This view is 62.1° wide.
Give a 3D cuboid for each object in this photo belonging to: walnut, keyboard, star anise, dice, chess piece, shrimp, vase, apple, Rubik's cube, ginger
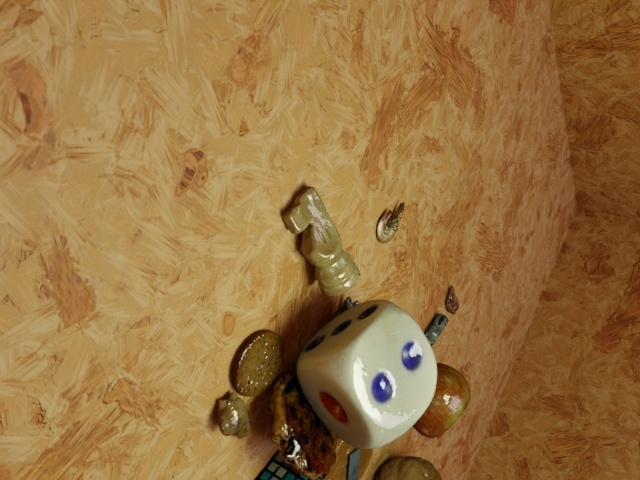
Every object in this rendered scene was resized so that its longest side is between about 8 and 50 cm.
[{"bbox_3d":[0.377,1.060,2.224,0.344,0.306,0.306,31,79,-60],"label":"walnut"},{"bbox_3d":[0.118,0.834,1.935,0.055,0.014,0.176,-22,123,-43],"label":"keyboard"},{"bbox_3d":[0.091,0.274,1.715,0.182,0.065,0.195,2,91,-55],"label":"star anise"},{"bbox_3d":[0.131,0.370,1.504,0.304,0.277,0.304,-38,100,-33],"label":"dice"},{"bbox_3d":[0.000,0.000,1.459,0.137,0.137,0.301,-45,123,-32],"label":"chess piece"},{"bbox_3d":[0.232,-0.068,1.790,0.095,0.045,0.163,31,84,-32],"label":"shrimp"},{"bbox_3d":[0.470,0.405,2.262,0.211,0.059,0.060,-49,138,-26],"label":"vase"},{"bbox_3d":[0.478,0.663,2.244,0.309,0.250,0.277,-55,161,11],"label":"apple"},{"bbox_3d":[-0.093,0.779,1.580,0.182,0.187,0.184,-45,138,-33],"label":"Rubik's cube"},{"bbox_3d":[-0.224,0.476,1.385,0.096,0.067,0.165,-64,149,-49],"label":"ginger"}]

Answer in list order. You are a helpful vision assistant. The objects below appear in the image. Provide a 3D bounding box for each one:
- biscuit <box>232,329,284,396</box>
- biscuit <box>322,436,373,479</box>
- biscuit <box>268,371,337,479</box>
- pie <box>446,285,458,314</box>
[{"bbox_3d":[-0.167,0.332,1.435,0.187,0.027,0.188,-27,125,-46],"label":"biscuit"},{"bbox_3d":[0.076,0.800,1.917,0.376,0.051,0.269,34,78,-53],"label":"biscuit"},{"bbox_3d":[-0.052,0.533,1.537,0.334,0.081,0.290,50,30,-40],"label":"biscuit"},{"bbox_3d":[0.594,0.279,2.393,0.092,0.034,0.170,-62,143,-21],"label":"pie"}]
